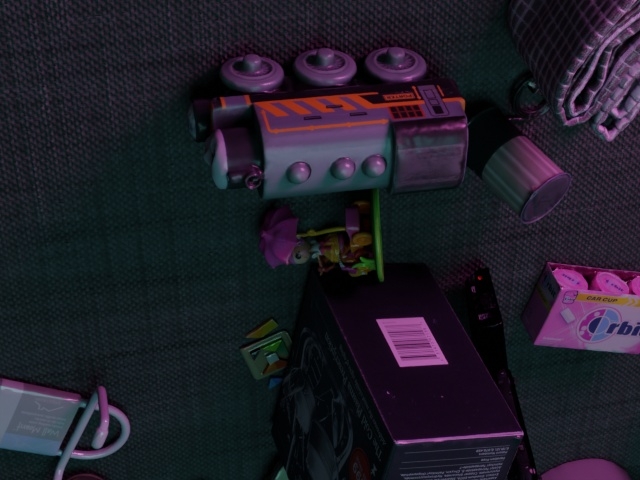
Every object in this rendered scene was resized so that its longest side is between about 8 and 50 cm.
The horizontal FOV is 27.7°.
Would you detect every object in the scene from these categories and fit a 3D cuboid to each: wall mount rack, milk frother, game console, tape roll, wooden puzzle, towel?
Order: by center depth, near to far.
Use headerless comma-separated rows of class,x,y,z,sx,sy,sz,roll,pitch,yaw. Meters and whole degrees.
towel,0.332,-0.288,1.457,0.121,0.235,0.283,20,119,-21
milk frother,0.266,-0.119,1.627,0.129,0.135,0.143,-10,140,-49
game console,0.245,0.221,1.738,0.044,0.361,0.213,-10,130,3
wall mount rack,-0.440,0.310,1.767,0.350,0.130,0.304,15,121,-24
wooden puzzle,-0.071,0.162,1.829,0.079,0.014,0.116,-27,129,6
tape roll,0.430,0.465,2.160,0.219,0.072,0.219,-8,127,-10

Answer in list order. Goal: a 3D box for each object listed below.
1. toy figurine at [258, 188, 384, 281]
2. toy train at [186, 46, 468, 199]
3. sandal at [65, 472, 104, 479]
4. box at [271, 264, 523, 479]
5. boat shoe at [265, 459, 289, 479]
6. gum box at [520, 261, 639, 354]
toy figurine,0.000,0.000,1.685,0.159,0.130,0.173,-3,153,4
toy train,0.016,-0.132,1.515,0.334,0.190,0.142,-5,127,-12
sandal,-0.424,0.458,1.921,0.303,0.086,0.120,-44,121,1
box,0.085,0.256,1.727,0.179,0.343,0.312,-1,126,-20
boat shoe,-0.069,0.382,1.979,0.049,0.043,0.137,-11,131,-30
gum box,0.400,0.100,1.879,0.188,0.062,0.107,6,125,-20
